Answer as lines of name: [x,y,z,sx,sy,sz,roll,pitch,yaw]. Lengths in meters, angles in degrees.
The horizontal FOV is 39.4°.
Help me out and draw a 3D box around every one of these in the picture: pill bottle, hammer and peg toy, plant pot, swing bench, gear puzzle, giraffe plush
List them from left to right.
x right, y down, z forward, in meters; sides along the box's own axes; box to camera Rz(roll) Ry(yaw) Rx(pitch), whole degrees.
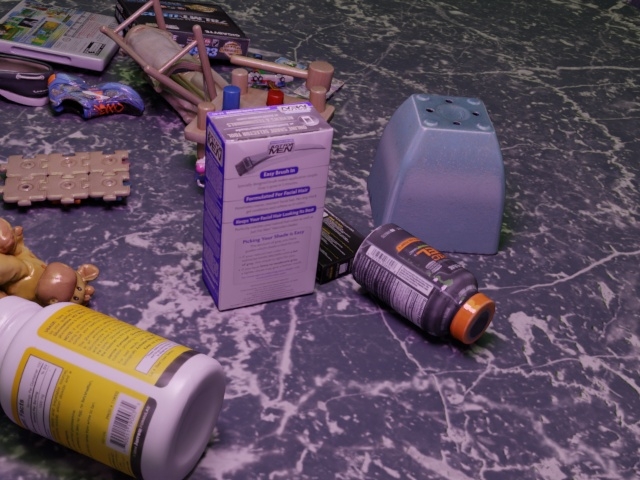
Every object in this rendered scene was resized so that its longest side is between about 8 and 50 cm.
giraffe plush: [-0.462,0.074,1.447,0.171,0.181,0.210,20,1,0]
gear puzzle: [-0.546,-0.110,1.766,0.339,0.044,0.175,-4,39,-12]
pill bottle: [-0.318,0.198,1.248,0.334,0.188,0.188,20,37,15]
swing bench: [-0.338,-0.408,2.076,0.165,0.254,0.253,-41,49,-6]
hammer and peg toy: [-0.113,-0.278,1.931,0.266,0.127,0.361,14,36,11]
pill bottle: [0.183,0.081,1.559,0.246,0.130,0.130,35,43,31]
plant pot: [0.242,-0.149,1.786,0.247,0.252,0.248,4,36,-7]

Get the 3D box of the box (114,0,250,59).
box: [-0.368,-0.561,2.347,0.296,0.073,0.293,0,28,-24]

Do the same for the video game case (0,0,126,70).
video game case: [-0.666,-0.529,2.288,0.300,0.036,0.329,10,31,-4]

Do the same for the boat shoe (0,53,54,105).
boat shoe: [-0.756,-0.392,2.016,0.303,0.091,0.114,10,38,-19]

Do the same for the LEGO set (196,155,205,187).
LEGO set: [-0.116,-0.099,1.750,0.287,0.132,0.107,-1,36,27]

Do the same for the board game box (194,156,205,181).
board game box: [-0.179,-0.202,1.958,0.165,0.042,0.243,6,35,-3]

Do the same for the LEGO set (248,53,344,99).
LEGO set: [-0.083,-0.403,2.271,0.244,0.060,0.182,24,32,9]

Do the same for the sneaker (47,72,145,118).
sneaker: [-0.510,-0.311,2.027,0.221,0.083,0.087,7,62,-10]

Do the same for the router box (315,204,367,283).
router box: [0.000,0.000,1.707,0.133,0.046,0.179,-19,44,-33]

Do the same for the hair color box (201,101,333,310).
hair color box: [-0.097,-0.055,1.512,0.185,0.338,0.110,-10,40,-23]
